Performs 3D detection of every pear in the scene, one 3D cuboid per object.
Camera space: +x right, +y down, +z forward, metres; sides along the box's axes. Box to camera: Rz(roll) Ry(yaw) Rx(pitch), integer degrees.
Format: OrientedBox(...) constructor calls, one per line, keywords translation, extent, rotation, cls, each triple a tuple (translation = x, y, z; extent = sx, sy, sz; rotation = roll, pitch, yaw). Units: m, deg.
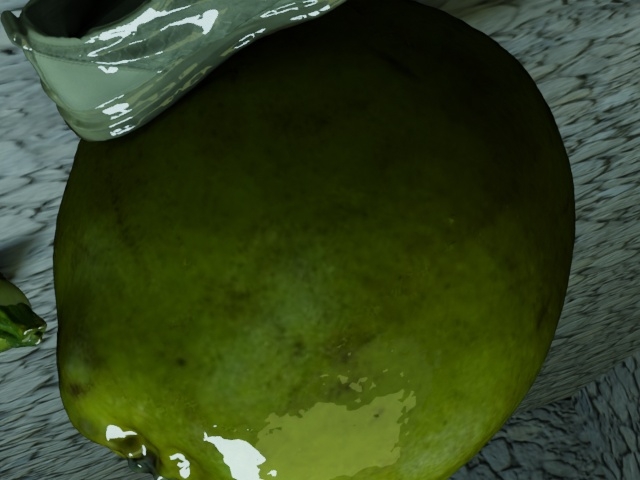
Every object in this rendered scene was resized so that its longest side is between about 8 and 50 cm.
OrientedBox(translation=(0.000, 0.000, 1.132), extent=(0.413, 0.352, 0.352), rotation=(-53, -176, -37), cls="pear")

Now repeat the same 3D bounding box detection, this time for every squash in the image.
OrientedBox(translation=(-0.287, 0.061, 1.435), extent=(0.090, 0.075, 0.200), rotation=(9, 171, -30), cls="squash")

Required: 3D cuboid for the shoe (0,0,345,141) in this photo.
OrientedBox(translation=(-0.064, -0.165, 0.993), extent=(0.275, 0.103, 0.098), rotation=(-33, 141, 10), cls="shoe")
